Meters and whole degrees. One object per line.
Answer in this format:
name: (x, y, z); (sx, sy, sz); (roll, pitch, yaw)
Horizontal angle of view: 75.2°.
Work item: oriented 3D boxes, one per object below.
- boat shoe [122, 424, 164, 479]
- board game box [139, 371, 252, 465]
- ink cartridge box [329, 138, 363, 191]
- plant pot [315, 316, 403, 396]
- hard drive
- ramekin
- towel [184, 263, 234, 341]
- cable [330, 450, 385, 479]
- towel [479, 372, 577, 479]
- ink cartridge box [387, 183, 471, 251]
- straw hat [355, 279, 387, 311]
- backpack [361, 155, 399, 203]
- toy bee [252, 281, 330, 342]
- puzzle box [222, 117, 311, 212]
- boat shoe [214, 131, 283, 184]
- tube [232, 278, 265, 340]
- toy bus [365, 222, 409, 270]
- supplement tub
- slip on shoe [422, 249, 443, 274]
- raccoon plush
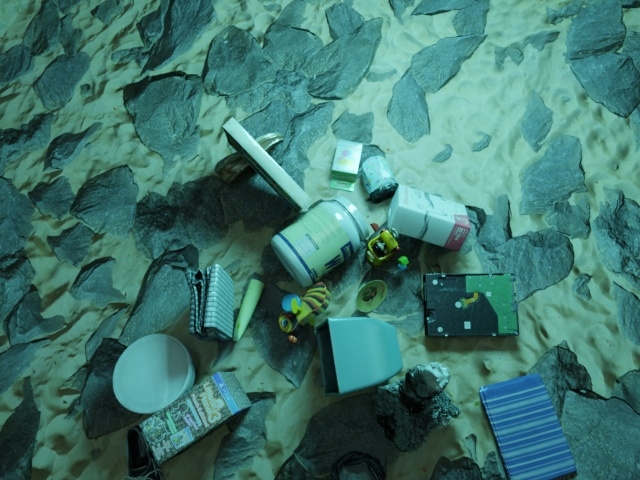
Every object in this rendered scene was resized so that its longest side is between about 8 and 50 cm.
boat shoe: (-0.594, 0.780, 1.397); (0.113, 0.105, 0.306); (-12, 71, -3)
board game box: (-0.405, 0.583, 1.396); (0.291, 0.232, 0.141); (-32, 75, -9)
ink cartridge box: (0.110, -0.324, 1.789); (0.109, 0.062, 0.209); (12, 72, 4)
plant pot: (0.140, 0.396, 1.456); (0.252, 0.247, 0.247); (-5, 71, -12)
hard drive: (0.562, 0.241, 1.567); (0.339, 0.064, 0.236); (-1, 83, 1)
ramekin: (-0.572, 0.477, 1.474); (0.273, 0.127, 0.272); (-2, 63, 4)
towel: (-0.394, 0.234, 1.488); (0.121, 0.283, 0.235); (-2, 70, 1)
cable: (0.126, 0.799, 1.412); (0.185, 0.047, 0.150); (20, 72, 8)
towel: (0.722, 0.662, 1.463); (0.243, 0.040, 0.335); (-13, 73, -5)
ink cartridge box: (0.414, -0.091, 1.611); (0.283, 0.117, 0.207); (18, 32, 0)
straw hat: (0.182, 0.201, 1.605); (0.144, 0.144, 0.061); (-36, 36, -11)
backpack: (0.246, -0.262, 1.739); (0.152, 0.115, 0.182); (-19, 69, -3)
toy bee: (-0.083, 0.287, 1.531); (0.298, 0.195, 0.162); (-39, 53, 27)
puzzle box: (-0.205, -0.272, 1.602); (0.052, 0.272, 0.409); (-45, 96, -6)
boat shoe: (-0.291, -0.349, 1.783); (0.324, 0.123, 0.116); (-33, 93, -6)
tube: (-0.281, 0.267, 1.584); (0.062, 0.070, 0.240); (11, 69, 21)
toy bus: (0.231, 0.033, 1.601); (0.104, 0.202, 0.191); (-33, 30, -10)
supplement tub: (0.000, 0.000, 1.588); (0.325, 0.235, 0.235); (-36, 74, -11)
slip on shoe: (0.449, 0.096, 1.652); (0.051, 0.041, 0.135); (-15, 72, -4)
raccoon plush: (0.375, 0.501, 1.311); (0.299, 0.446, 0.216); (-10, 64, -30)
